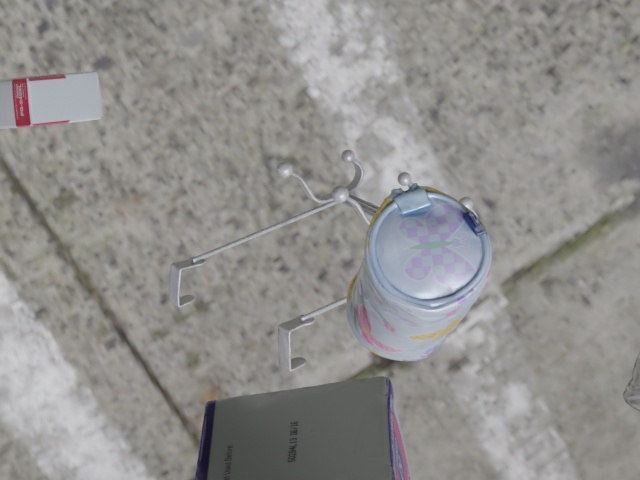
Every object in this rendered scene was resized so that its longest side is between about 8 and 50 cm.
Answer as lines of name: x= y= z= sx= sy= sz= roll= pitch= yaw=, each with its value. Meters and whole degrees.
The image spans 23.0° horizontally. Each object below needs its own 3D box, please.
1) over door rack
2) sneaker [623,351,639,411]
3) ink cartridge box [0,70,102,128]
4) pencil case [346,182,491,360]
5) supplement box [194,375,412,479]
over door rack: x=0.000 y=0.000 z=1.925 sx=0.324 sy=0.239 sz=0.108 roll=-34 pitch=128 yaw=-27
sneaker: x=0.262 y=0.099 z=1.012 sx=0.053 sy=0.152 sz=0.061 roll=1 pitch=106 yaw=-44
ink cartridge box: x=-0.365 y=-0.176 z=1.982 sx=0.109 sy=0.150 sz=0.063 roll=-12 pitch=100 yaw=-44
pencil case: x=0.087 y=0.038 z=1.525 sx=0.113 sy=0.124 sz=0.273 roll=-32 pitch=168 yaw=-11
supplement box: x=0.007 y=0.204 z=0.898 sx=0.114 sy=0.111 sz=0.220 roll=-9 pitch=118 yaw=5
